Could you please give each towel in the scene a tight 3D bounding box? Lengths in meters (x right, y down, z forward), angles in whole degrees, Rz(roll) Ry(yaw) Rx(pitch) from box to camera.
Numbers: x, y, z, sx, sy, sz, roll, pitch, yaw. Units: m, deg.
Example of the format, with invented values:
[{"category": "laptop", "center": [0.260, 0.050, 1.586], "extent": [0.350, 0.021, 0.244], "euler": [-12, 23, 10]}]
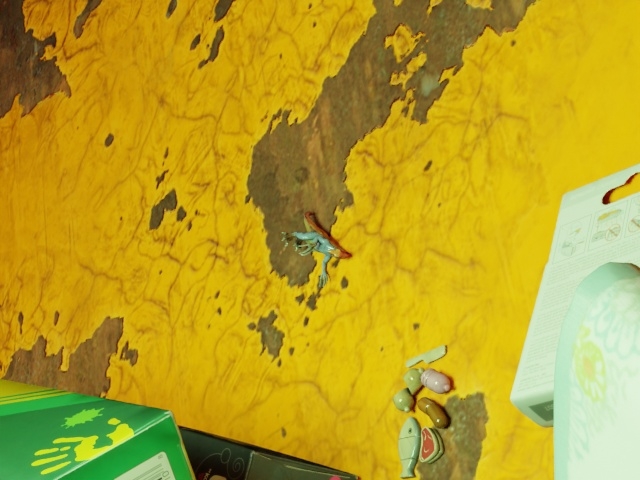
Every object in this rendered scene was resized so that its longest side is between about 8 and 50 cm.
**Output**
[{"category": "towel", "center": [0.272, 0.242, 1.230], "extent": [0.320, 0.090, 0.374], "euler": [-132, 31, -53]}]

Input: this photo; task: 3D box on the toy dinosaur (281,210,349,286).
[{"category": "toy dinosaur", "center": [0.000, 0.000, 1.902], "extent": [0.082, 0.047, 0.090], "euler": [2, 63, 34]}]

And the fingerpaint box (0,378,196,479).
[{"category": "fingerpaint box", "center": [-0.227, 0.374, 1.696], "extent": [0.371, 0.163, 0.444], "euler": [3, 116, 53]}]

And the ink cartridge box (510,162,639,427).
[{"category": "ink cartridge box", "center": [0.270, 0.037, 1.537], "extent": [0.189, 0.066, 0.232], "euler": [-23, 34, 46]}]

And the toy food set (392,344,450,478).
[{"category": "toy food set", "center": [0.097, 0.162, 1.707], "extent": [0.078, 0.019, 0.122], "euler": [-28, 52, 43]}]

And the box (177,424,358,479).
[{"category": "box", "center": [-0.112, 0.282, 1.814], "extent": [0.270, 0.143, 0.165], "euler": [7, 80, 53]}]
